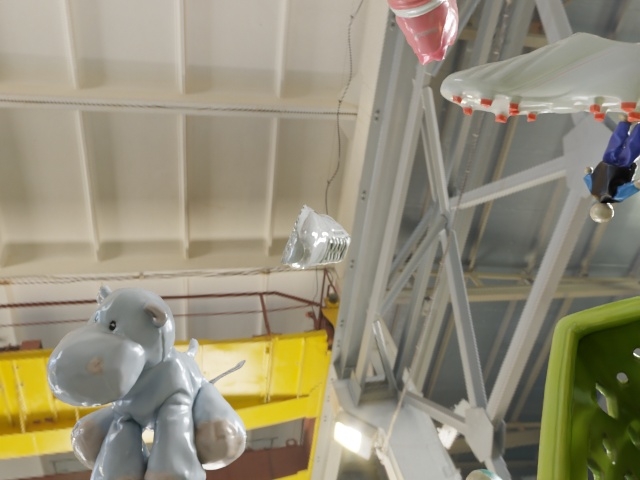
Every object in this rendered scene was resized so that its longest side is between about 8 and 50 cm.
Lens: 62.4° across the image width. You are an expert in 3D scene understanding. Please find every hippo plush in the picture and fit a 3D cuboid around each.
[{"bbox_3d":[-0.221,0.186,0.718,0.294,0.234,0.237,-44,-43,-41],"label":"hippo plush"}]

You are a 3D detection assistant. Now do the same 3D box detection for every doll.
[{"bbox_3d":[0.521,-0.121,0.925,0.046,0.129,0.189,11,-75,-23],"label":"doll"}]

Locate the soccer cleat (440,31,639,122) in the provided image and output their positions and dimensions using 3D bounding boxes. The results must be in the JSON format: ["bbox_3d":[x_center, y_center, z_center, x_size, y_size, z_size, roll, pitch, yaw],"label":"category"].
[{"bbox_3d":[0.211,-0.155,0.497,0.068,0.196,0.076,12,-92,-56],"label":"soccer cleat"}]

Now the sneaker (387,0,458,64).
[{"bbox_3d":[0.176,-0.384,0.897,0.115,0.314,0.136,-9,-60,22],"label":"sneaker"}]

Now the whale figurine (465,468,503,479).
[{"bbox_3d":[0.168,0.330,0.474,0.141,0.216,0.272,-8,-68,-33],"label":"whale figurine"}]

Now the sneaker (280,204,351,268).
[{"bbox_3d":[0.000,0.000,0.830,0.094,0.235,0.090,28,-76,1],"label":"sneaker"}]

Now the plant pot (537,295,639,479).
[{"bbox_3d":[0.286,0.167,0.308,0.228,0.227,0.207,-25,-66,41],"label":"plant pot"}]
